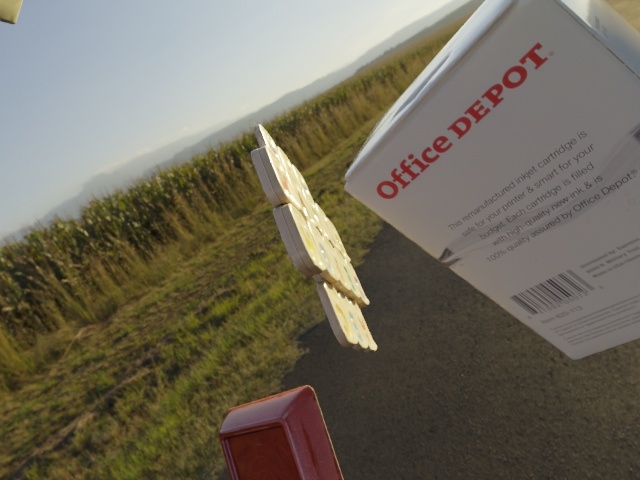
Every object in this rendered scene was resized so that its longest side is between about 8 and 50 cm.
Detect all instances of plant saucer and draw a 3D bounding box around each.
[{"bbox_3d":[-0.062,0.370,0.696,0.048,0.259,0.258,-6,-19,-42],"label":"plant saucer"}]

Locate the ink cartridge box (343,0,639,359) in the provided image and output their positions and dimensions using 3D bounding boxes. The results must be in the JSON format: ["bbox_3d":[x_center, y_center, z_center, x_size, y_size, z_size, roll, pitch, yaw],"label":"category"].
[{"bbox_3d":[0.195,-0.049,0.380,0.207,0.283,0.117,-44,15,46],"label":"ink cartridge box"}]

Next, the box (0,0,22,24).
[{"bbox_3d":[-0.552,-0.398,0.600,0.121,0.148,0.311,-61,2,16],"label":"box"}]

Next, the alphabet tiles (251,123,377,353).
[{"bbox_3d":[0.000,0.000,0.567,0.021,0.277,0.284,-25,-22,8],"label":"alphabet tiles"}]
